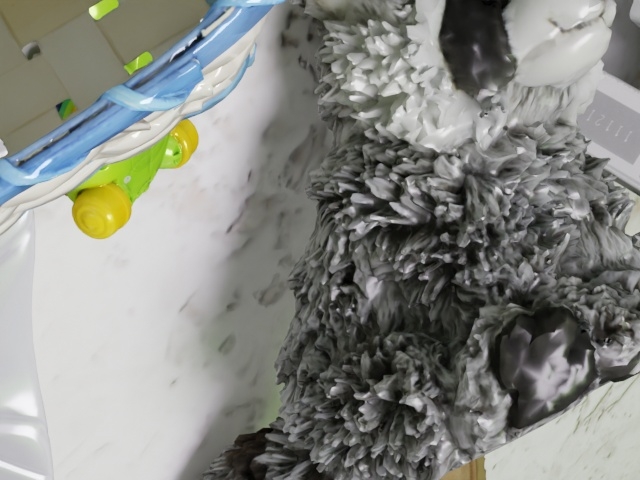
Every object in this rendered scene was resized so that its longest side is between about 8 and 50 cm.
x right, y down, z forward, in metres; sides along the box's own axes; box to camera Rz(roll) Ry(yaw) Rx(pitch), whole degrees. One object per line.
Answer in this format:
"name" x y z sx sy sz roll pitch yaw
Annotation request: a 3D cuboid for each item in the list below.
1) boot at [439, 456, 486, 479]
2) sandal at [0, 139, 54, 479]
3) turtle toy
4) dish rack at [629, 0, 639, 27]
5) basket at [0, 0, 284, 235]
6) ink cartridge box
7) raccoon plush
"boot" 0.035 0.280 1.106 0.269 0.089 0.236 -48 136 -40
"sandal" -0.181 0.031 0.678 0.102 0.076 0.265 -10 117 -17
"turtle toy" -0.104 -0.069 0.697 0.095 0.066 0.130 -52 152 -51
"dish rack" 0.331 -0.233 1.062 0.285 0.072 0.333 19 94 -55
"basket" -0.138 -0.101 0.458 0.255 0.201 0.289 -32 173 -7
"ink cartridge box" 0.330 -0.011 1.081 0.066 0.296 0.261 -58 147 7
"raccoon plush" 0.000 0.000 0.857 0.446 0.299 0.216 -32 171 23
